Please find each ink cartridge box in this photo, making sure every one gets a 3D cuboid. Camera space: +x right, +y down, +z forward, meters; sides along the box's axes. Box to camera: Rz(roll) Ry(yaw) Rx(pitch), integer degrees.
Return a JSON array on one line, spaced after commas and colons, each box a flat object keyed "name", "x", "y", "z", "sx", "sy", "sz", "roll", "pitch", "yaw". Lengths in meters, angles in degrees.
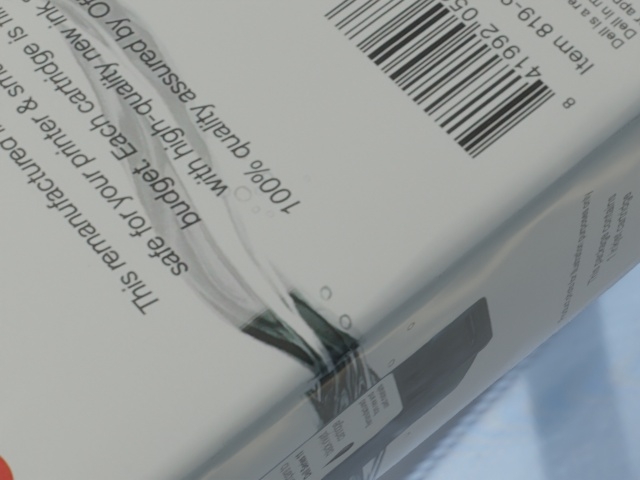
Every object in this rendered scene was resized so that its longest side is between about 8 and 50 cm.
[{"name": "ink cartridge box", "x": -0.030, "y": -0.018, "z": 0.381, "sx": 0.208, "sy": 0.153, "sz": 0.087, "roll": -37, "pitch": -24, "yaw": -16}]
